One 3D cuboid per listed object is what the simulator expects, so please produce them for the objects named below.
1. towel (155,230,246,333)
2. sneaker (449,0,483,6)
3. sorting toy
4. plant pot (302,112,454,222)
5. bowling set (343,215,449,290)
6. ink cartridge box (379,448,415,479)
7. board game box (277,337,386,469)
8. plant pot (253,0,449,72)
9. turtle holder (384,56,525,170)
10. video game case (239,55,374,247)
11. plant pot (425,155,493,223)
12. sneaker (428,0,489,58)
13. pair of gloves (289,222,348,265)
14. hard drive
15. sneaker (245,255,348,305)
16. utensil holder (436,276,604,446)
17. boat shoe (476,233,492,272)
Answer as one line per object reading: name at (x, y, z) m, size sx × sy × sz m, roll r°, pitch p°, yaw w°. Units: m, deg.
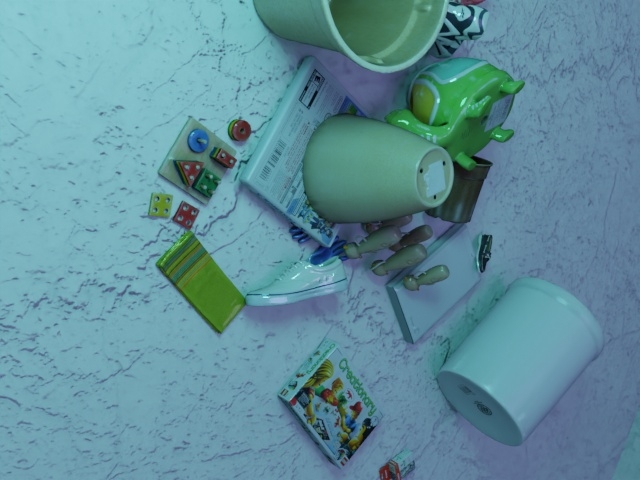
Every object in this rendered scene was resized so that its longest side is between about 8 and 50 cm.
towel at (-0.248, 0.093, 1.594) m, size 0.102 × 0.021 × 0.237 m, roll -48°, pitch 128°, yaw -19°
sneaker at (0.304, -0.610, 1.792) m, size 0.313 × 0.136 × 0.116 m, roll -21°, pitch 115°, yaw -34°
sorting toy at (-0.245, -0.150, 1.514) m, size 0.132 × 0.046 × 0.275 m, roll 36°, pitch 78°, yaw -40°
plant pot at (0.147, -0.149, 1.633) m, size 0.256 × 0.274 × 0.257 m, roll -9°, pitch 104°, yaw -42°
bowling set at (0.193, -0.005, 1.885) m, size 0.287 × 0.154 × 0.200 m, roll 38°, pitch 42°, yaw -37°
ink cartridge box at (0.221, 0.656, 2.137) m, size 0.115 × 0.029 × 0.063 m, roll -28°, pitch 119°, yaw -32°
board game box at (0.035, 0.420, 1.900) m, size 0.193 × 0.053 × 0.305 m, roll -47°, pitch 127°, yaw -21°
plant pot at (0.035, -0.508, 1.481) m, size 0.333 × 0.305 × 0.334 m, roll -11°, pitch 109°, yaw -37°
turtle holder at (0.317, -0.309, 1.816) m, size 0.320 × 0.227 × 0.243 m, roll -46°, pitch 151°, yaw -7°
video game case at (-0.006, -0.196, 1.696) m, size 0.300 × 0.036 × 0.329 m, roll 39°, pitch 71°, yaw -40°
plant pot at (0.351, -0.140, 1.954) m, size 0.167 × 0.167 × 0.165 m, roll -4°, pitch 112°, yaw -39°
sneaker at (0.275, -0.509, 1.765) m, size 0.153 × 0.235 × 0.094 m, roll 16°, pitch 89°, yaw -19°
pair of gloves at (0.000, 0.000, 1.778) m, size 0.159 × 0.023 × 0.198 m, roll -24°, pitch 117°, yaw -34°
hard drive at (0.321, 0.117, 2.069) m, size 0.307 × 0.040 × 0.203 m, roll -39°, pitch 123°, yaw -27°
sneaker at (-0.058, 0.092, 1.708) m, size 0.258 × 0.094 × 0.091 m, roll -12°, pitch 93°, yaw -30°
utensil holder at (0.575, 0.353, 2.162) m, size 0.385 × 0.327 × 0.328 m, roll -44°, pitch 126°, yaw -21°
boat shoe at (0.474, 0.037, 2.145) m, size 0.046 × 0.038 × 0.125 m, roll 57°, pitch 38°, yaw -48°
